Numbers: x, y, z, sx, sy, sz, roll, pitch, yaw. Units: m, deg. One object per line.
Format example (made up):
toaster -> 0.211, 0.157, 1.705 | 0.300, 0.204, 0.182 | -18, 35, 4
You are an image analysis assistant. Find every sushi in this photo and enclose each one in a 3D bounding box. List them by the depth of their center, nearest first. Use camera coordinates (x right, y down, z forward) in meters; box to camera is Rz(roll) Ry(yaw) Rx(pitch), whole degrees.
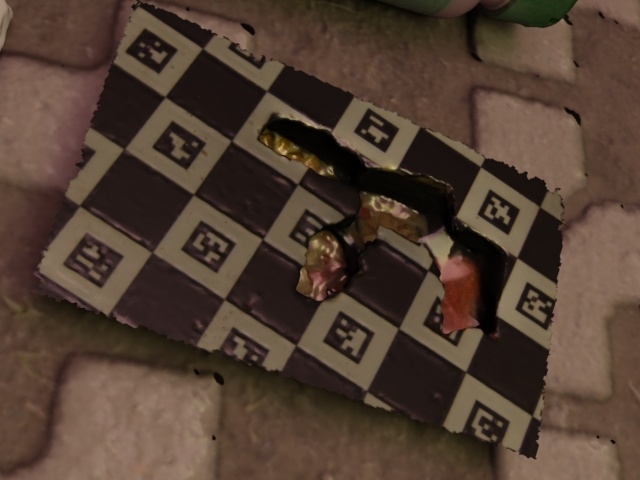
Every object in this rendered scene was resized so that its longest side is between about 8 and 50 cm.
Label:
sushi -> 0.000, 0.000, 0.621 | 0.279, 0.043, 0.193 | 20, 58, -12

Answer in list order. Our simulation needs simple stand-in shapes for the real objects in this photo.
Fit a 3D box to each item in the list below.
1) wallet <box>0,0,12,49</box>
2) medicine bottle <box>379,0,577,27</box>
wallet -> -0.264, -0.126, 0.586 | 0.183, 0.032, 0.124 | 27, 54, -6
medicine bottle -> 0.037, -0.219, 0.703 | 0.274, 0.133, 0.133 | 14, 59, -17
